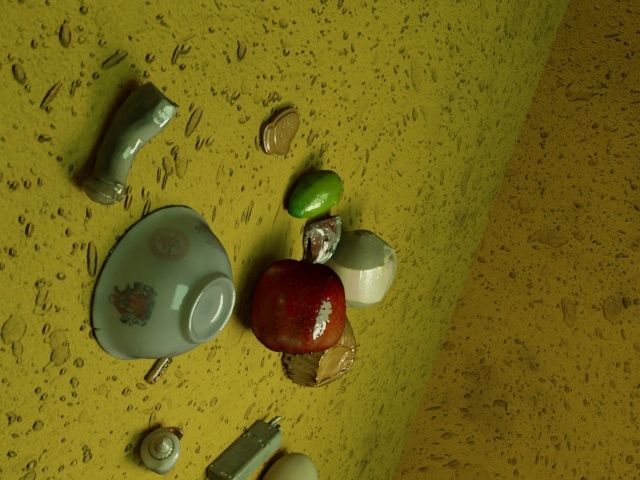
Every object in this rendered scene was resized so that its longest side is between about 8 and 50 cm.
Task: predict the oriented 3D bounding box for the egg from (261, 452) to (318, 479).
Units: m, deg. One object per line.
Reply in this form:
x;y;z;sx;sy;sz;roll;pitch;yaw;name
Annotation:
-0.101;0.796;2.142;0.242;0.185;0.186;-67;154;-16;egg

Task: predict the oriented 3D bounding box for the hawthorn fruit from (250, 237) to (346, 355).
-0.050;0.142;1.724;0.254;0.254;0.301;24;72;-63;hawthorn fruit

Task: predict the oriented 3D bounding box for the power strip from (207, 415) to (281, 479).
-0.197;0.596;1.925;0.288;0.093;0.053;-34;134;-47;power strip

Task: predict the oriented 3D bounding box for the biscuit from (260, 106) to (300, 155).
-0.090;-0.250;1.587;0.140;0.023;0.118;-50;147;-33;biscuit

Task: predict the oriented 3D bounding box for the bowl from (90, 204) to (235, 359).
-0.275;0.114;1.365;0.345;0.157;0.346;-42;144;-41;bowl

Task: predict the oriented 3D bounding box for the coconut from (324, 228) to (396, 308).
0.114;0.074;1.990;0.241;0.241;0.241;-41;142;-42;coconut

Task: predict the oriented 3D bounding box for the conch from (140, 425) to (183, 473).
-0.358;0.493;1.560;0.176;0.094;0.104;80;1;-52;conch

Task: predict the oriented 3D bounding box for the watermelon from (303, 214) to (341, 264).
0.000;0.000;1.889;0.187;0.071;0.139;-63;148;-11;watermelon

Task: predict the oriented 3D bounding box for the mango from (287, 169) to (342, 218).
-0.011;-0.114;1.748;0.178;0.100;0.119;-36;142;-34;mango

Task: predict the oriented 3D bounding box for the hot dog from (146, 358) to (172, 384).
-0.353;0.284;1.493;0.083;0.021;0.037;-56;152;-20;hot dog

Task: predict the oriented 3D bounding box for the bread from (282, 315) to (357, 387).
0.010;0.335;2.061;0.274;0.149;0.274;-37;142;-36;bread

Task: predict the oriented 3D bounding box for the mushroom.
-0.328;-0.163;1.145;0.223;0.092;0.081;-57;168;-6;mushroom
